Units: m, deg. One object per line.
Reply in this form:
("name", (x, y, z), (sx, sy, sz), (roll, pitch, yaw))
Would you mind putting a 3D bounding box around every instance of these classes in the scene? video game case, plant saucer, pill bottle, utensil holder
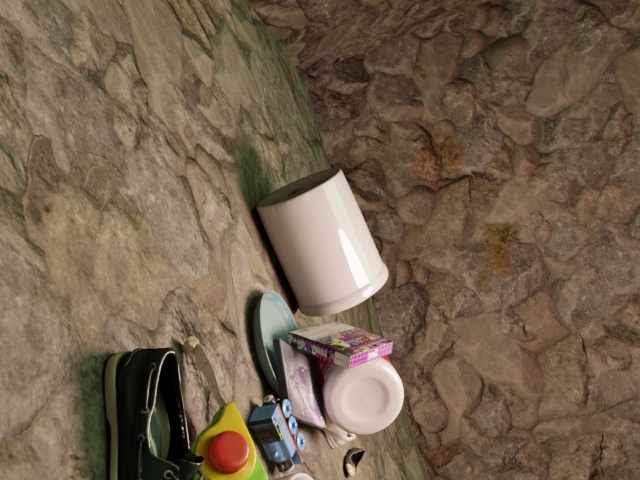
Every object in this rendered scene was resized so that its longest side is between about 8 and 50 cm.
("video game case", (-0.052, 0.390, 1.510), (0.274, 0.026, 0.196), (53, 22, -59))
("plant saucer", (-0.112, 0.293, 1.544), (0.317, 0.043, 0.318), (-19, 90, -77))
("pill bottle", (0.099, 0.406, 1.756), (0.408, 0.228, 0.229), (-129, -163, -78))
("video game case", (0.058, 0.286, 1.580), (0.232, 0.210, 0.042), (-1, 103, -56))
("utensil holder", (0.000, 0.000, 1.842), (0.328, 0.327, 0.386), (-72, 139, -70))

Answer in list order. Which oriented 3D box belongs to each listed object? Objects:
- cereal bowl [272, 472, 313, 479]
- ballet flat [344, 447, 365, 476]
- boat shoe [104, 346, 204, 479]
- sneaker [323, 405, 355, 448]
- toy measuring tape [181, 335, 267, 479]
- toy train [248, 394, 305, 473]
("cereal bowl", (-0.068, 0.614, 1.030), (0.339, 0.141, 0.339), (-19, 90, -77))
("ballet flat", (0.113, 0.729, 1.873), (0.173, 0.049, 0.058), (-20, 90, -78))
("boat shoe", (-0.227, 0.319, 0.826), (0.127, 0.112, 0.340), (46, 28, -64))
("sneaker", (0.043, 0.551, 1.723), (0.080, 0.094, 0.212), (-91, 159, -50))
("toy measuring tape", (-0.204, 0.328, 0.996), (0.330, 0.121, 0.121), (58, 7, 21))
("toy train", (-0.097, 0.451, 1.305), (0.105, 0.080, 0.184), (-55, 129, -64))
